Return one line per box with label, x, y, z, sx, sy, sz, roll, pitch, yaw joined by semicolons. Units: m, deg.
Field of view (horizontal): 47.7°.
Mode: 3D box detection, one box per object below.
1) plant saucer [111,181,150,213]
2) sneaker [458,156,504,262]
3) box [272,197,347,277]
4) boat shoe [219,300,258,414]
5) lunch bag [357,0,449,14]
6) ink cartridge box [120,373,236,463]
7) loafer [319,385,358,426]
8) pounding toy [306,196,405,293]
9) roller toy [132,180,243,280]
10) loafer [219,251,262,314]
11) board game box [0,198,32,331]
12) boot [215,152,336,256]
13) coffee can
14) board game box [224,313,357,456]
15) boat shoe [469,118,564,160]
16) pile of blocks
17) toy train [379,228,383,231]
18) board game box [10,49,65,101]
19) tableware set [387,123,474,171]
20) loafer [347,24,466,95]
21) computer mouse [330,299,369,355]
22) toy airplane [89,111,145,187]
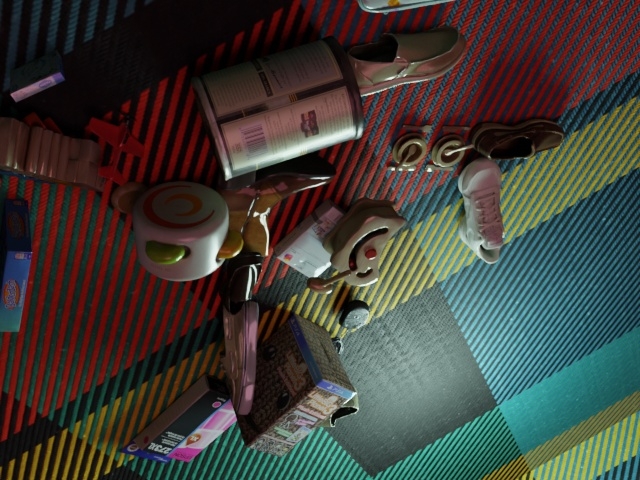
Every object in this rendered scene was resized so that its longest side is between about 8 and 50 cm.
plant saucer;-0.391;-0.084;1.504;0.083;0.015;0.083;-14;134;-15
sneaker;0.421;-0.073;1.811;0.114;0.152;0.305;-18;134;-6
box;0.000;0.000;1.756;0.186;0.038;0.145;-43;134;14
boat shoe;-0.211;0.296;1.845;0.094;0.109;0.302;3;100;-6
lunch bag;0.170;-0.528;1.298;0.279;0.108;0.224;-13;137;-14
ink cartridge box;-0.380;0.530;2.051;0.371;0.069;0.176;-41;135;17
loafer;0.005;0.525;2.210;0.251;0.087;0.094;-24;136;-4
pounding toy;0.103;0.043;1.704;0.154;0.155;0.269;25;115;-35
roller toy;-0.284;-0.017;1.492;0.209;0.191;0.146;-22;138;-30
loafer;-0.179;0.104;1.702;0.080;0.078;0.220;-6;148;-23
board game box;-0.605;0.050;1.420;0.047;0.160;0.210;3;128;-28
boot;-0.109;-0.060;1.608;0.264;0.096;0.280;-10;136;-22
coffee can;-0.082;-0.250;1.366;0.275;0.201;0.201;-19;136;-9
board game box;-0.087;0.388;1.934;0.291;0.232;0.141;-44;134;15
boat shoe;0.485;-0.228;1.737;0.257;0.095;0.095;-8;133;-20
pile of blocks;-0.553;-0.178;1.294;0.362;0.149;0.113;14;80;-46
toy train;0.147;0.003;1.838;0.036;0.027;0.158;5;127;-25
board game box;-0.479;-0.279;1.225;0.090;0.090;0.020;-25;133;-3
tableware set;0.258;-0.205;1.690;0.194;0.039;0.128;-2;131;-24
loafer;0.167;-0.371;1.447;0.268;0.102;0.092;-23;142;-4
computer mouse;0.070;0.244;2.023;0.071;0.041;0.242;10;132;-22
toy airplane;-0.384;-0.170;1.365;0.151;0.028;0.151;-27;122;-53
